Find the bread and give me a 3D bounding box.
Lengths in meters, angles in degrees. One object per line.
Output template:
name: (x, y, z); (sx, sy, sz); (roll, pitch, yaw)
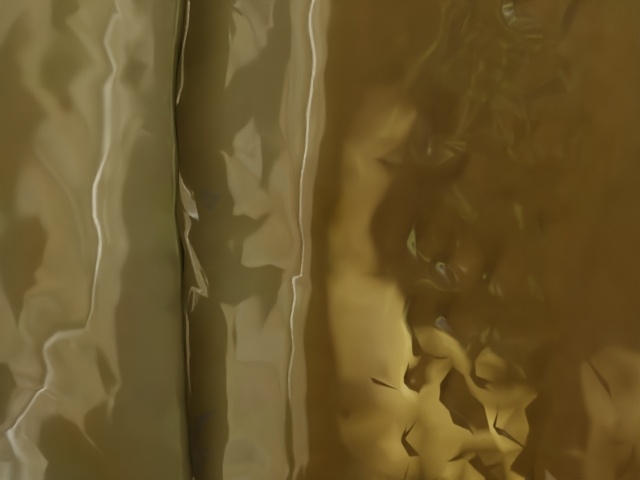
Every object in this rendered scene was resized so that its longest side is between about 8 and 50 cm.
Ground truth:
bread: (0.000, 0.000, 0.651); (0.253, 0.348, 0.376); (-179, -91, -68)
